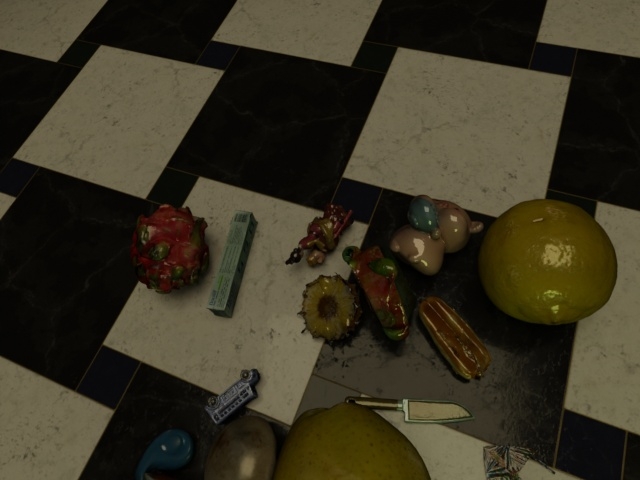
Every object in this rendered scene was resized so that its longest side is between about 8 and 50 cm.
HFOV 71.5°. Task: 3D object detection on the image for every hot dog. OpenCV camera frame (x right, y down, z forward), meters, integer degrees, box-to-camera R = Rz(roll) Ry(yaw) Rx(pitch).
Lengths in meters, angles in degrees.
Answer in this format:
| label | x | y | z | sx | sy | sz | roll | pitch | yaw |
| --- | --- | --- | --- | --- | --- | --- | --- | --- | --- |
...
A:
| label | x | y | z | sx | sy | sz | roll | pitch | yaw |
| --- | --- | --- | --- | --- | --- | --- | --- | --- | --- |
| hot dog | 0.363 | 0.262 | 1.230 | 0.109 | 0.072 | 0.270 | -30 | 66 | -10 |

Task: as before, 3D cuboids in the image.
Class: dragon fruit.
| label | x | y | z | sx | sy | sz | roll | pitch | yaw |
| --- | --- | --- | --- | --- | --- | --- | --- | --- | --- |
| dragon fruit | 0.170 | 0.128 | 1.225 | 0.130 | 0.268 | 0.295 | -29 | 78 | 5 |
| dragon fruit | -0.465 | 0.018 | 1.380 | 0.231 | 0.237 | 0.303 | -4 | 51 | -17 |

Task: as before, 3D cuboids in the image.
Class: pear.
| label | x | y | z | sx | sy | sz | roll | pitch | yaw |
| --- | --- | --- | --- | --- | --- | --- | --- | --- | --- |
| pear | 0.065 | 0.571 | 0.969 | 0.362 | 0.362 | 0.419 | -19 | 68 | -2 |

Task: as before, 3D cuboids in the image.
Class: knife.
| label | x | y | z | sx | sy | sz | roll | pitch | yaw |
| --- | --- | --- | --- | --- | --- | --- | --- | --- | --- |
| knife | 0.235 | 0.450 | 1.178 | 0.342 | 0.027 | 0.061 | 1 | 61 | 5 |

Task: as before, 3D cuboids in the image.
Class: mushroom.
| label | x | y | z | sx | sy | sz | roll | pitch | yaw |
| --- | --- | --- | --- | --- | --- | --- | --- | --- | --- |
| mushroom | -0.184 | 0.553 | 1.100 | 0.226 | 0.178 | 0.227 | -35 | 43 | 40 |

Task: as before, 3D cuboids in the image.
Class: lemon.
| label | x | y | z | sx | sy | sz | roll | pitch | yaw |
| --- | --- | --- | --- | --- | --- | --- | --- | --- | --- |
| lemon | 0.584 | 0.054 | 1.164 | 0.347 | 0.348 | 0.348 | -3 | 64 | 6 |

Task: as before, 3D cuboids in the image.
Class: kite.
| label | x | y | z | sx | sy | sz | roll | pitch | yaw |
| --- | --- | --- | --- | --- | --- | --- | --- | --- | --- |
| kite | 0.467 | 0.572 | 1.097 | 0.183 | 0.010 | 0.160 | -40 | 62 | -16 |

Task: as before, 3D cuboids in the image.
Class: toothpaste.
| label | x | y | z | sx | sy | sz | roll | pitch | yaw |
| --- | --- | --- | --- | --- | --- | --- | --- | --- | --- |
| toothpaste | -0.274 | 0.069 | 1.403 | 0.067 | 0.081 | 0.337 | 7 | 65 | 12 |

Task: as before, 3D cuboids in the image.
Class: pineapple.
| label | x | y | z | sx | sy | sz | roll | pitch | yaw |
| --- | --- | --- | --- | --- | --- | --- | --- | --- | --- |
| pineapple | 0.025 | 0.197 | 1.286 | 0.221 | 0.047 | 0.221 | -6 | 79 | 31 |

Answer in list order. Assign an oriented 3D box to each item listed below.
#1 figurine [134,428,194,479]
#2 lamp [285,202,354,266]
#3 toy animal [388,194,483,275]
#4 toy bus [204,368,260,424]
| label | x | y | z | sx | sy | sz | roll | pitch | yaw |
| --- | --- | --- | --- | --- | --- | --- | --- | --- | --- |
| figurine | -0.379 | 0.679 | 1.063 | 0.298 | 0.242 | 0.416 | -50 | 55 | 32 |
| lamp | 0.000 | 0.000 | 1.386 | 0.118 | 0.118 | 0.253 | 27 | 69 | 19 |
| toy animal | 0.324 | -0.011 | 1.308 | 0.210 | 0.229 | 0.221 | 35 | 114 | 41 |
| toy bus | -0.230 | 0.429 | 1.228 | 0.167 | 0.073 | 0.076 | -38 | 68 | -7 |
